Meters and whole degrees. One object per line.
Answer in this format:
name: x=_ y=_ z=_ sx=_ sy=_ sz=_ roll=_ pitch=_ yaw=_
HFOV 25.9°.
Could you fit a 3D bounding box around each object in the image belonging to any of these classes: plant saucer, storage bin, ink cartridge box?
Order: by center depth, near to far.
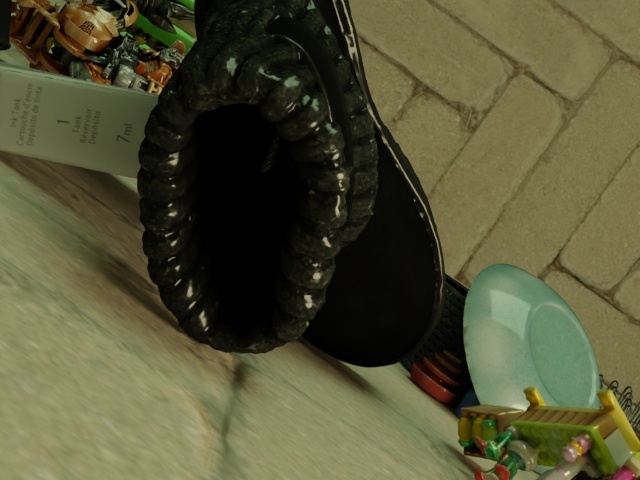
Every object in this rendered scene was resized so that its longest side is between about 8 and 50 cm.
ink cartridge box: x=-0.200 y=-0.095 z=1.012 sx=0.239 sy=0.060 sz=0.275 roll=11 pitch=5 yaw=0
plant saucer: x=0.197 y=0.106 z=1.214 sx=0.195 sy=0.037 sz=0.195 roll=28 pitch=50 yaw=-39
storage bin: x=0.123 y=0.089 z=1.323 sx=0.122 sy=0.084 sz=0.180 roll=34 pitch=6 yaw=-26

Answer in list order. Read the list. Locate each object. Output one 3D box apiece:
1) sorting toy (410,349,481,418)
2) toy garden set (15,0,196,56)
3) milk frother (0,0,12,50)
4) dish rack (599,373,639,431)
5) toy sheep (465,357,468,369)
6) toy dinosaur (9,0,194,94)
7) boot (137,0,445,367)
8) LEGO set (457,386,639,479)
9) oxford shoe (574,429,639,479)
sorting toy: x=0.127 y=0.128 z=1.200 sx=0.102 sy=0.042 sz=0.061 roll=34 pitch=5 yaw=-20
toy garden set: x=-0.250 y=-0.240 z=1.580 sx=0.204 sy=0.049 sz=0.244 roll=33 pitch=-29 yaw=-4
milk frother: x=-0.303 y=-0.224 z=1.066 sx=0.129 sy=0.134 sz=0.143 roll=5 pitch=-2 yaw=6
dish rack: x=0.336 y=0.205 z=1.594 sx=0.271 sy=0.074 sz=0.208 roll=23 pitch=10 yaw=-21
toy sheep: x=0.185 y=0.116 z=1.523 sx=0.132 sy=0.091 sz=0.091 roll=63 pitch=-1 yaw=-11
toy dinosaur: x=-0.220 y=-0.193 z=1.390 sx=0.322 sy=0.164 sz=0.218 roll=56 pitch=18 yaw=-11
boot: x=-0.009 y=-0.001 z=0.861 sx=0.260 sy=0.131 sz=0.348 roll=-90 pitch=160 yaw=-58
LEGO set: x=0.168 y=0.176 z=0.885 sx=0.287 sy=0.107 sz=0.132 roll=33 pitch=-33 yaw=38
oxford shoe: x=0.270 y=0.217 z=1.223 sx=0.076 sy=0.076 sz=0.212 roll=-10 pitch=13 yaw=-22
